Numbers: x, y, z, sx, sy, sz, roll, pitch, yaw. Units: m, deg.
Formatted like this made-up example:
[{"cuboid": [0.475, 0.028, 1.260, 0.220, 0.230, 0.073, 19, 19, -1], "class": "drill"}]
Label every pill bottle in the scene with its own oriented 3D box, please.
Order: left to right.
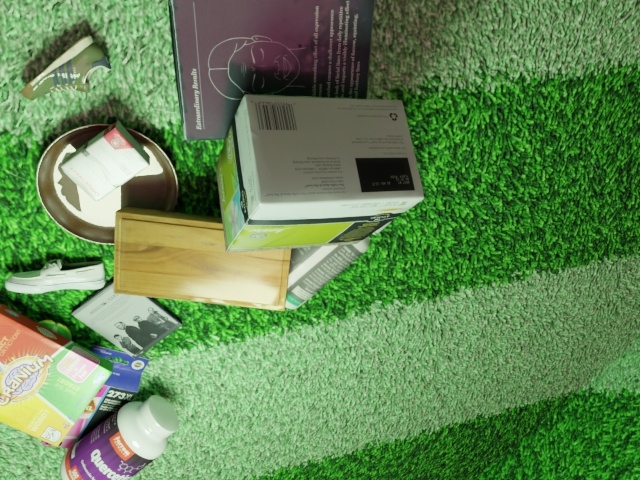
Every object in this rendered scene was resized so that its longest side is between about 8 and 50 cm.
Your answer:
[{"cuboid": [-0.579, 0.599, 1.503, 0.323, 0.181, 0.181, -39, 124, 5], "class": "pill bottle"}, {"cuboid": [0.000, 0.000, 1.377, 0.361, 0.204, 0.204, -40, 123, 9], "class": "pill bottle"}]

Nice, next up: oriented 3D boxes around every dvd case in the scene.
[{"cuboid": [-0.538, 0.217, 1.445, 0.179, 0.029, 0.238, -36, 123, 6], "class": "dvd case"}]

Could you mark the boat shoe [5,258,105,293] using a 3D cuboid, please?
[{"cuboid": [-0.666, 0.082, 1.302, 0.226, 0.083, 0.075, -1, 109, -30], "class": "boat shoe"}]

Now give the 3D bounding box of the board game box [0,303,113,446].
[{"cuboid": [-0.739, 0.347, 1.308, 0.317, 0.064, 0.242, 36, 87, -21], "class": "board game box"}]

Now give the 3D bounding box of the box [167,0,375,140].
[{"cuboid": [-0.110, -0.393, 1.099, 0.396, 0.212, 0.293, -6, 122, -15], "class": "box"}]

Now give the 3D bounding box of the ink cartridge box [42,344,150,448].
[{"cuboid": [-0.675, 0.485, 1.547, 0.176, 0.069, 0.370, 24, 108, -29], "class": "ink cartridge box"}]

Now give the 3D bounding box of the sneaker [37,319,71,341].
[{"cuboid": [-0.762, 0.341, 1.392, 0.110, 0.123, 0.295, 23, 110, -27], "class": "sneaker"}]

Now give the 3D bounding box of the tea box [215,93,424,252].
[{"cuboid": [-0.022, -0.123, 1.067, 0.329, 0.219, 0.323, -4, 164, -23], "class": "tea box"}]

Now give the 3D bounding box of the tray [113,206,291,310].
[{"cuboid": [-0.280, 0.045, 1.242, 0.411, 0.076, 0.202, 6, 104, -2], "class": "tray"}]

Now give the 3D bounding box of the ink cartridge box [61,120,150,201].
[{"cuboid": [-0.476, -0.176, 1.147, 0.151, 0.063, 0.109, -33, 124, 4], "class": "ink cartridge box"}]

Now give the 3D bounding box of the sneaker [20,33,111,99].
[{"cuboid": [-0.529, -0.341, 1.085, 0.192, 0.064, 0.086, -38, 119, 3], "class": "sneaker"}]

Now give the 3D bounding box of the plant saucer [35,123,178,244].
[{"cuboid": [-0.502, -0.134, 1.231, 0.311, 0.050, 0.310, -8, 123, -13], "class": "plant saucer"}]
